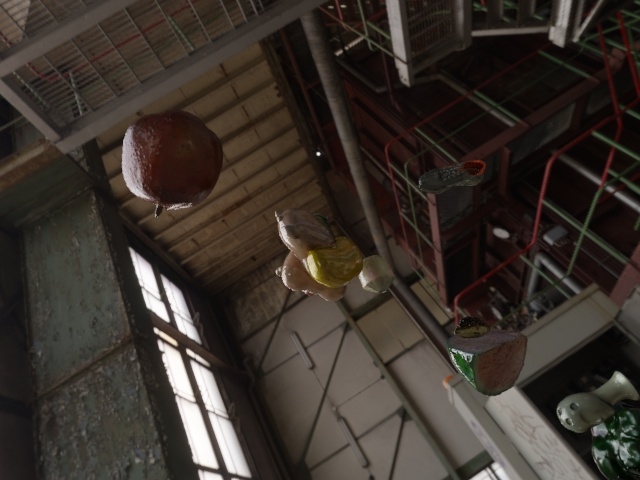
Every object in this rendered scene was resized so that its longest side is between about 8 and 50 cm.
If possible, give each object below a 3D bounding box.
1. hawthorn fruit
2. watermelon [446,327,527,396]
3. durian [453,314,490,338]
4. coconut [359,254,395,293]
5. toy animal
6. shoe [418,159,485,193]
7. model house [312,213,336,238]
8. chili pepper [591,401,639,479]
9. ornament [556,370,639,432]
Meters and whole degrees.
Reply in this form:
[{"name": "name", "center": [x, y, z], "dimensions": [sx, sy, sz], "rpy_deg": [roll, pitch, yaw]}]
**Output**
[{"name": "hawthorn fruit", "center": [-0.414, -0.206, 1.211], "dimensions": [0.276, 0.276, 0.299], "rpy_deg": [14, -86, -45]}, {"name": "watermelon", "center": [0.579, 0.435, 1.512], "dimensions": [0.293, 0.221, 0.319], "rpy_deg": [-14, -4, -19]}, {"name": "durian", "center": [0.486, 0.277, 1.403], "dimensions": [0.131, 0.052, 0.066], "rpy_deg": [1, -60, -13]}, {"name": "coconut", "center": [0.235, 0.150, 1.841], "dimensions": [0.147, 0.152, 0.147], "rpy_deg": [-20, -25, -10]}, {"name": "toy animal", "center": [-0.040, 0.079, 1.415], "dimensions": [0.345, 0.277, 0.247], "rpy_deg": [34, -63, -19]}, {"name": "shoe", "center": [0.373, -0.188, 1.231], "dimensions": [0.195, 0.074, 0.077], "rpy_deg": [-10, -21, -6]}, {"name": "model house", "center": [0.000, 0.001, 1.807], "dimensions": [0.207, 0.154, 0.293], "rpy_deg": [-22, -67, 23]}, {"name": "chili pepper", "center": [0.943, 0.605, 1.280], "dimensions": [0.257, 0.248, 0.233], "rpy_deg": [27, -38, -13]}, {"name": "ornament", "center": [0.579, 0.346, 0.918], "dimensions": [0.156, 0.081, 0.074], "rpy_deg": [-31, -67, 3]}]
